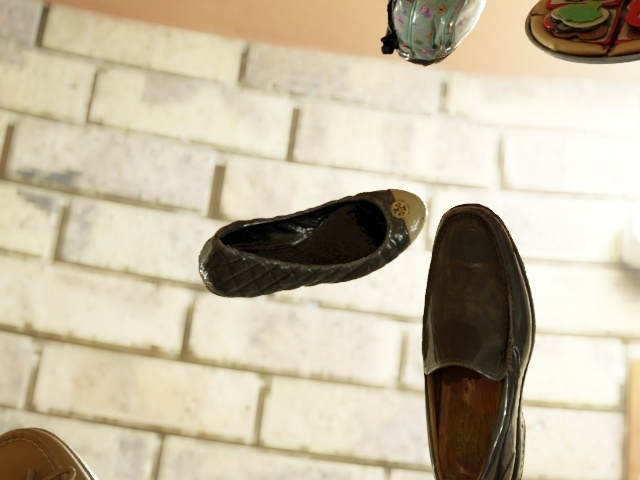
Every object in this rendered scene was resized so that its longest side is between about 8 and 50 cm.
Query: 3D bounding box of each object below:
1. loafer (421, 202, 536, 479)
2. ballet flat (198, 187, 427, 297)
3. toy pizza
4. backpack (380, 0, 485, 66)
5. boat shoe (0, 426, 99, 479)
[{"bbox_3d":[0.084,0.064,0.921,0.062,0.170,0.061,-5,-1,18],"label":"loafer"},{"bbox_3d":[0.000,0.000,1.127,0.173,0.057,0.049,-17,-22,-26],"label":"ballet flat"},{"bbox_3d":[0.298,-0.231,1.651,0.201,0.201,0.032,-2,-56,19],"label":"toy pizza"},{"bbox_3d":[0.146,-0.308,2.108,0.115,0.152,0.182,19,-15,8],"label":"backpack"},{"bbox_3d":[-0.195,0.243,1.220,0.104,0.285,0.089,-30,-37,3],"label":"boat shoe"}]
